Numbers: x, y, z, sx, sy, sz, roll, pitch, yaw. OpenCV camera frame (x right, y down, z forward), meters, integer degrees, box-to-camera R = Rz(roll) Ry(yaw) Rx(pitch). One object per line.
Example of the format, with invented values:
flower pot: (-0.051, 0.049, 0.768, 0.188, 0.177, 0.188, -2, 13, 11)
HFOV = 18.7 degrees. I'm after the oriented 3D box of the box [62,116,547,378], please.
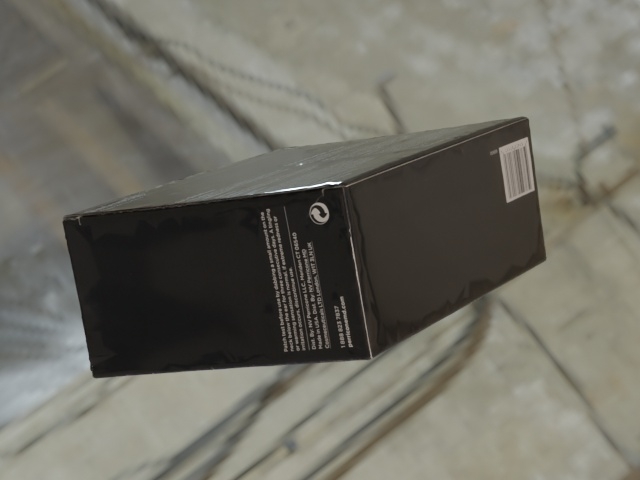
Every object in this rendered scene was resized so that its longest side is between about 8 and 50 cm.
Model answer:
box: (0.000, 0.000, 1.156, 0.184, 0.261, 0.103, -3, -80, 29)
